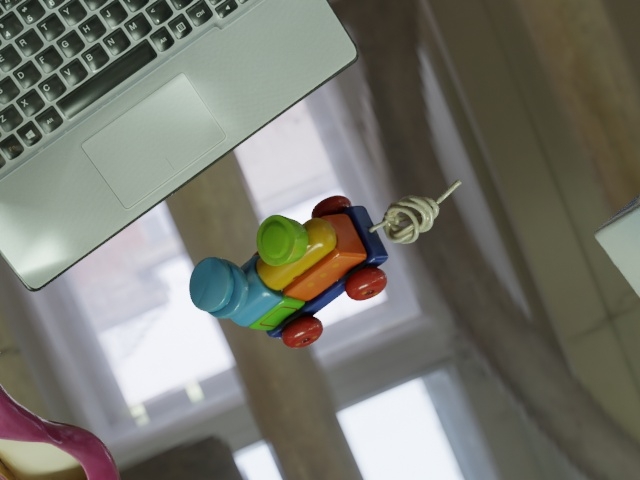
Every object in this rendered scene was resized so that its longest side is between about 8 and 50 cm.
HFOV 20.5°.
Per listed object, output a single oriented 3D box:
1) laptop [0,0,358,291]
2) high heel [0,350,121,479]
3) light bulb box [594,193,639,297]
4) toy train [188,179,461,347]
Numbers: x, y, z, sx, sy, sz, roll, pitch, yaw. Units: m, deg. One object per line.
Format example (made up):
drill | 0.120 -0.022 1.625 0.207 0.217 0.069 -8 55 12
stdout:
laptop | -0.182 -0.189 1.470 0.382 0.408 0.236 -36 -157 -6
high heel | -0.220 0.170 1.315 0.082 0.244 0.117 -18 -144 12
light bulb box | 0.453 0.025 1.230 0.225 0.358 0.361 -32 176 -40
toy train | 0.000 0.000 1.657 0.248 0.105 0.143 -38 154 27
